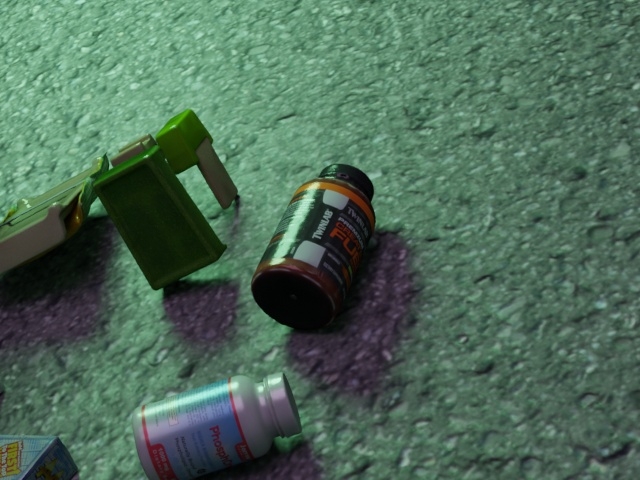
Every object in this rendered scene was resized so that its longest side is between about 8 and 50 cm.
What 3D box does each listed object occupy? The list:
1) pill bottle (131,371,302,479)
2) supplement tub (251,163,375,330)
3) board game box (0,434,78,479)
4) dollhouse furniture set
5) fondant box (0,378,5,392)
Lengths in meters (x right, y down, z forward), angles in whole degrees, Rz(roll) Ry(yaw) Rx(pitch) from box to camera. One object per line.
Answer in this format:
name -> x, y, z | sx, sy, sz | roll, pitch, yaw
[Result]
pill bottle -> -0.104, 0.189, 1.283 | 0.160, 0.087, 0.087 | -18, 40, 2
supplement tub -> 0.000, 0.000, 1.439 | 0.106, 0.106, 0.198 | 3, 46, 24
board game box -> -0.359, 0.275, 1.308 | 0.194, 0.060, 0.194 | -12, 41, 9
dollhouse furniture set -> -0.267, -0.014, 1.591 | 0.301, 0.151, 0.197 | -26, 17, 19
fondant box -> -0.535, 0.174, 1.351 | 0.096, 0.238, 0.330 | 24, 56, 40
